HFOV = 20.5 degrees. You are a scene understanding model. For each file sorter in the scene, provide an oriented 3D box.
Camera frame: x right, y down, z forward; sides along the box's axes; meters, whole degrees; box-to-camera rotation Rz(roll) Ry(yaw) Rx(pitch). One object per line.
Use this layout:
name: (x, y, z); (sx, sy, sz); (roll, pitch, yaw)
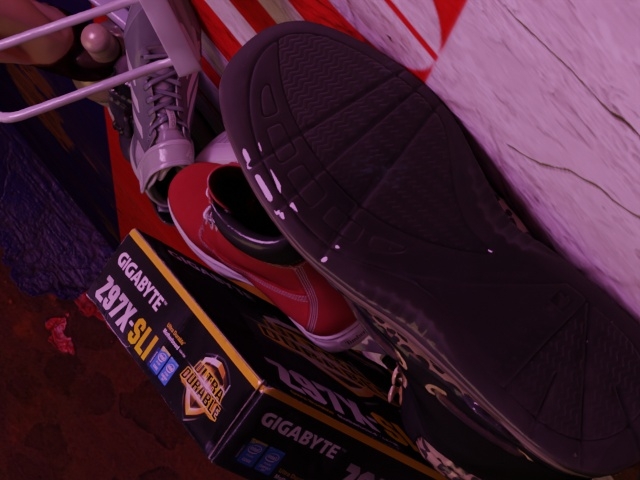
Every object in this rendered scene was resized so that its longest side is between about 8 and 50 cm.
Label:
file sorter: (-0.221, -0.248, 1.254); (0.277, 0.173, 0.193); (63, -170, -47)

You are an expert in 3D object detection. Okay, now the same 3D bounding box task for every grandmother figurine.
grandmother figurine: (-0.276, -0.195, 1.709); (0.208, 0.104, 0.342); (28, -175, 32)

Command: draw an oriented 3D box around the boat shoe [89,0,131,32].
boat shoe: (-0.188, -0.224, 1.682); (0.142, 0.049, 0.040); (48, 169, 9)

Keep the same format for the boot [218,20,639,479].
boot: (0.077, 0.039, 1.242); (0.377, 0.138, 0.284); (43, 167, 15)

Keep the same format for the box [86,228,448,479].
box: (-0.008, 0.136, 1.432); (0.322, 0.079, 0.257); (31, -170, -37)

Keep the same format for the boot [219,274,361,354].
boot: (-0.031, 0.098, 1.933); (0.295, 0.104, 0.211); (49, 170, 35)

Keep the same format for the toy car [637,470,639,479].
toy car: (0.258, 0.232, 1.230); (0.155, 0.149, 0.188); (-163, 65, -65)

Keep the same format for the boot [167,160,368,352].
boot: (-0.066, -0.030, 1.386); (0.244, 0.088, 0.176); (37, 170, 43)

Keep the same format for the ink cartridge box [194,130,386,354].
ink cartridge box: (0.000, 0.000, 1.566); (0.224, 0.056, 0.181); (53, 160, -19)

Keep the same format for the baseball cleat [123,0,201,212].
baseball cleat: (-0.132, -0.121, 1.566); (0.109, 0.072, 0.206); (-114, 20, -52)

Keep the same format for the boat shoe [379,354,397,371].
boat shoe: (0.086, 0.104, 1.613); (0.042, 0.049, 0.133); (58, 166, 11)

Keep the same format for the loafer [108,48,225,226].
loafer: (-0.151, -0.091, 1.755); (0.109, 0.095, 0.302); (36, 171, 19)
